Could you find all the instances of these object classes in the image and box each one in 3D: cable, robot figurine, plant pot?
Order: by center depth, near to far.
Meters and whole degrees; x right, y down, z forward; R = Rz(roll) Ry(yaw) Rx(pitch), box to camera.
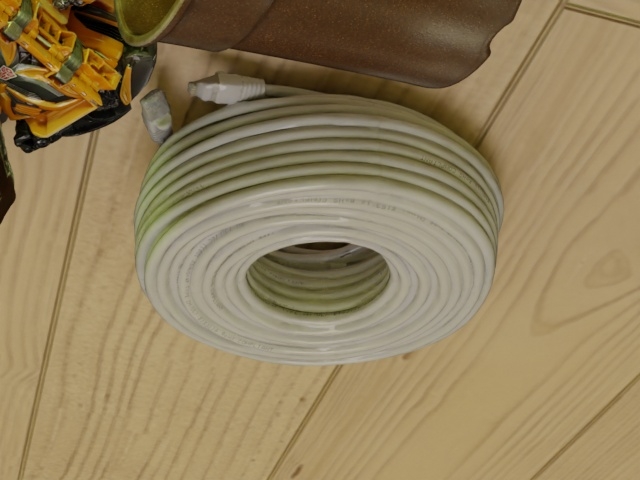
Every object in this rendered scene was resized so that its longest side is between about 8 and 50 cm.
[{"bbox_3d":[0.005,-0.155,0.617,0.165,0.167,0.167,12,145,-26],"label":"plant pot"},{"bbox_3d":[-0.244,-0.099,0.771,0.291,0.085,0.211,-19,140,29],"label":"robot figurine"},{"bbox_3d":[0.000,0.000,0.873,0.257,0.089,0.257,3,146,-5],"label":"cable"}]

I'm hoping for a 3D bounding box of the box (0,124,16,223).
[{"bbox_3d":[-0.292,-0.045,0.642,0.203,0.167,0.168,7,133,10],"label":"box"}]
